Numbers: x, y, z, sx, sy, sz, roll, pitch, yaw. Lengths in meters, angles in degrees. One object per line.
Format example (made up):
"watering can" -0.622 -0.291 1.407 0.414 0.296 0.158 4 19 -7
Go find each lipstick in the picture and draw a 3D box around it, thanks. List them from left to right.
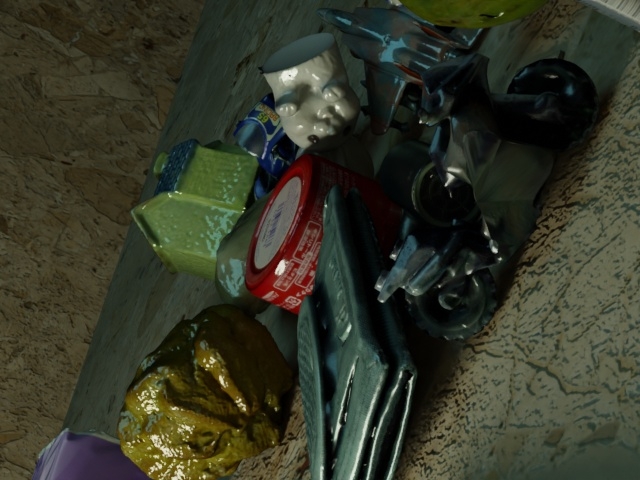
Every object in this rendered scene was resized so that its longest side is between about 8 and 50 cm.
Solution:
"lipstick" 0.231 -0.193 0.963 0.040 0.141 0.040 -58 19 34

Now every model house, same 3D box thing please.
"model house" -0.174 -0.050 1.894 0.195 0.189 0.214 68 -144 -72

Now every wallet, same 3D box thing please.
"wallet" 0.019 0.120 1.255 0.342 0.075 0.237 -103 21 -58

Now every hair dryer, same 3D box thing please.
"hair dryer" 0.081 0.016 1.318 0.195 0.078 0.248 -139 67 -75

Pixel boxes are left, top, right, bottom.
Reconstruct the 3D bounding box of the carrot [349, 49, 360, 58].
"carrot" 0.079 -0.288 1.796 0.191 0.047 0.047 176 116 -77

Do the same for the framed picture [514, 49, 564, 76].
"framed picture" 0.209 -0.150 1.228 0.066 0.007 0.089 -70 16 -12

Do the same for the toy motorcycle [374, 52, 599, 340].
"toy motorcycle" 0.127 -0.051 1.090 0.270 0.159 0.106 -62 -5 10

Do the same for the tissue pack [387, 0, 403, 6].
"tissue pack" 0.135 -0.413 1.495 0.209 0.137 0.269 -30 26 14

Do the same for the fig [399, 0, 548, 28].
"fig" 0.180 -0.320 1.206 0.314 0.233 0.233 17 83 53

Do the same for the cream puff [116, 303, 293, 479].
"cream puff" -0.143 0.193 1.543 0.244 0.196 0.244 -39 14 11

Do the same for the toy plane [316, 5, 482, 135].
"toy plane" 0.086 -0.250 1.552 0.223 0.104 0.326 -64 30 7

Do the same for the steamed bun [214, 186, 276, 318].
"steamed bun" -0.084 0.019 1.682 0.231 0.110 0.212 -48 -7 -33

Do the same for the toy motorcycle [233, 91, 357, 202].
"toy motorcycle" -0.046 -0.134 1.708 0.169 0.113 0.315 -40 -23 -23

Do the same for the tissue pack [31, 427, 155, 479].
"tissue pack" -0.279 0.435 1.577 0.160 0.242 0.338 -45 27 48

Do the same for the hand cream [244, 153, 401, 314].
"hand cream" 0.000 0.000 1.492 0.193 0.125 0.193 -54 20 30

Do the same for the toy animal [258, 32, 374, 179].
"toy animal" 0.005 -0.132 1.527 0.104 0.221 0.131 -22 27 -6
